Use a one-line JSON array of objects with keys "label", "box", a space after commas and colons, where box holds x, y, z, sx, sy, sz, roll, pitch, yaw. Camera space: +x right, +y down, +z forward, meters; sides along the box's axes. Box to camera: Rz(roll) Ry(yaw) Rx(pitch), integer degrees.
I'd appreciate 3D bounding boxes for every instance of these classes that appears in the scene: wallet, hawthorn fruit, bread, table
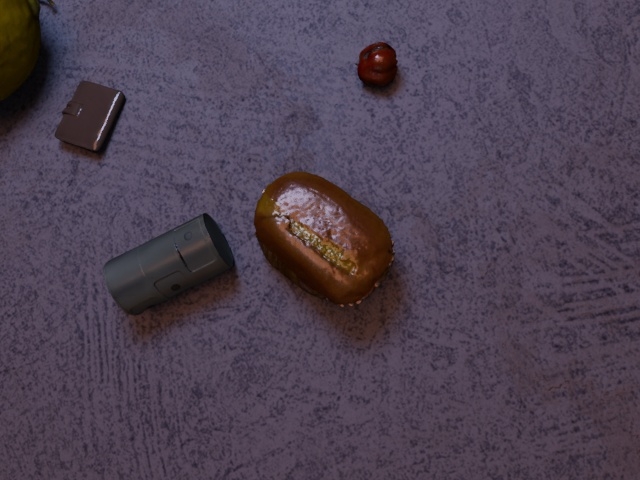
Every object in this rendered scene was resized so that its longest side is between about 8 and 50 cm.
[{"label": "wallet", "box": [-0.515, -0.277, 1.021, 0.118, 0.039, 0.152, 21, 82, 6]}, {"label": "hawthorn fruit", "box": [0.114, -0.364, 0.947, 0.093, 0.093, 0.093, -1, 83, 6]}, {"label": "bread", "box": [0.000, 0.000, 0.879, 0.288, 0.156, 0.204, 38, 86, 10]}, {"label": "table", "box": [-0.300, 0.047, 0.918, 0.220, 0.126, 0.126, -27, 82, 1]}]

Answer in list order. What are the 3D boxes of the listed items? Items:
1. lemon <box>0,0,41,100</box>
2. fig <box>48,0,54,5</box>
[{"label": "lemon", "box": [-0.745, -0.440, 0.920, 0.364, 0.364, 0.364, -1, 83, 6]}, {"label": "fig", "box": [-0.703, -0.574, 1.058, 0.166, 0.093, 0.093, 44, 89, -10]}]
